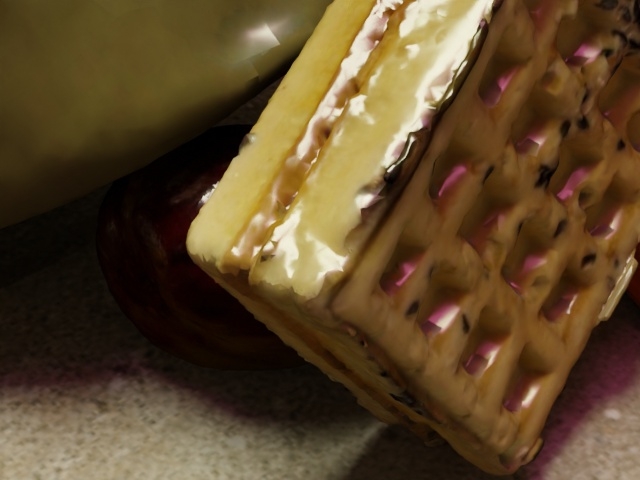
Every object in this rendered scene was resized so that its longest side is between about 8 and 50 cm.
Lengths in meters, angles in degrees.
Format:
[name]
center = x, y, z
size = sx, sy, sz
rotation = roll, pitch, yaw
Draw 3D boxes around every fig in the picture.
[fig]
center = 0.000, 0.002, 1.128
size = 0.274, 0.170, 0.145
rotation = -4, 75, -33

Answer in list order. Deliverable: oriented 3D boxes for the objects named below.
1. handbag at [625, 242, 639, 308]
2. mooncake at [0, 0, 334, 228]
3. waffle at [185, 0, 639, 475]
[handbag]
center = 0.336, -0.026, 1.175
size = 0.303, 0.116, 0.410
rotation = -18, 44, -20
[mooncake]
center = -0.192, -0.191, 1.147
size = 0.467, 0.262, 0.467
rotation = -22, 19, 8
[waffle]
center = 0.113, -0.079, 1.022
size = 0.114, 0.261, 0.376
rotation = 20, 73, 41
